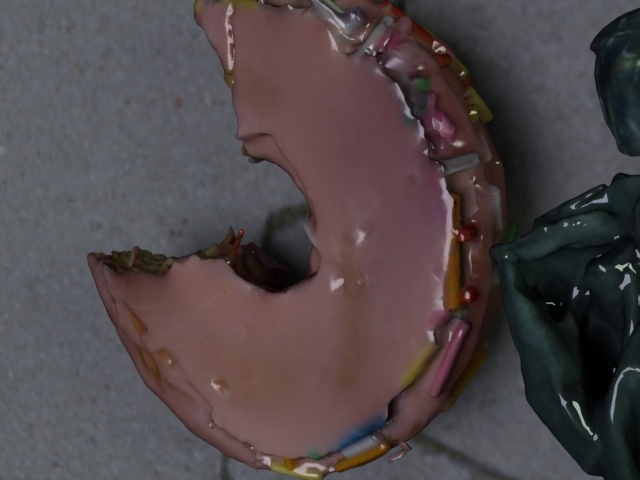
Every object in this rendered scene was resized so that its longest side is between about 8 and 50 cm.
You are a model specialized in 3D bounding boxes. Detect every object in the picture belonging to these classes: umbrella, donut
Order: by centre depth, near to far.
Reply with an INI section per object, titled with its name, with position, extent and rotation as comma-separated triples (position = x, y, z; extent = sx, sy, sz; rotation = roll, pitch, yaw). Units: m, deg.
[umbrella]
position = 0.136, 0.087, 0.433
extent = 0.143, 0.094, 0.349
rotation = -1, 126, 24
[donut]
position = 0.000, 0.000, 0.593
extent = 0.199, 0.085, 0.233
rotation = 43, 121, 22
